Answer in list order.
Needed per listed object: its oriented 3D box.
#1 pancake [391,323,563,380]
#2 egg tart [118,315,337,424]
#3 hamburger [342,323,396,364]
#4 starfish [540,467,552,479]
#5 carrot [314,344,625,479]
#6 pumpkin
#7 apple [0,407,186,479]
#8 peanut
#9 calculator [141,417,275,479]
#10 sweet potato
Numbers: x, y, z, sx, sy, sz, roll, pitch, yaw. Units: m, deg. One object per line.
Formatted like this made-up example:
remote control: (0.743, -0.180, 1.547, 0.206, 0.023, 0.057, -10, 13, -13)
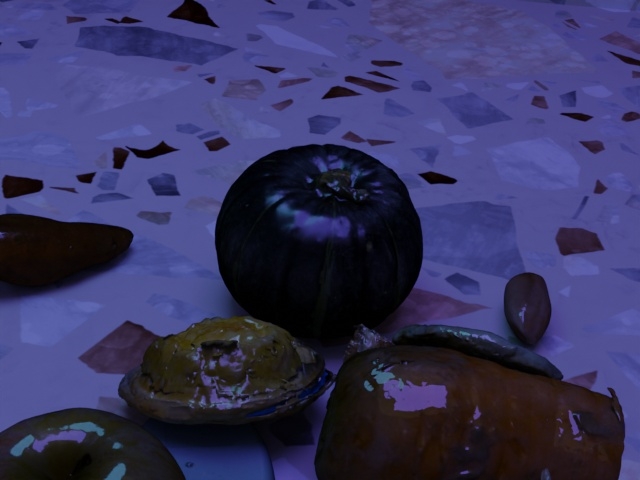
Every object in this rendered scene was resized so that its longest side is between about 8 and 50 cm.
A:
pancake: (0.210, 0.170, 1.560, 0.253, 0.253, 0.037, 17, 68, 18)
egg tart: (-0.122, 0.159, 1.564, 0.291, 0.107, 0.291, -4, 14, 1)
hamburger: (0.070, 0.195, 1.584, 0.087, 0.176, 0.102, 21, 67, 19)
starfish: (0.293, 0.398, 1.246, 0.293, 0.084, 0.301, 18, 74, 24)
carrot: (0.172, 0.249, 1.425, 0.341, 0.224, 0.224, 14, 31, -2)
pumpkin: (0.000, 0.000, 1.780, 0.323, 0.241, 0.323, 4, 34, -2)
apple: (-0.258, 0.309, 1.238, 0.257, 0.234, 0.257, 4, 34, -3)
peanut: (0.317, 0.104, 1.819, 0.076, 0.076, 0.152, 9, 32, 6)
calculator: (-0.147, 0.296, 1.459, 0.184, 0.042, 0.295, 0, 30, -9)
sweet potato: (-0.446, 0.016, 1.816, 0.359, 0.112, 0.112, 7, 26, -33)
